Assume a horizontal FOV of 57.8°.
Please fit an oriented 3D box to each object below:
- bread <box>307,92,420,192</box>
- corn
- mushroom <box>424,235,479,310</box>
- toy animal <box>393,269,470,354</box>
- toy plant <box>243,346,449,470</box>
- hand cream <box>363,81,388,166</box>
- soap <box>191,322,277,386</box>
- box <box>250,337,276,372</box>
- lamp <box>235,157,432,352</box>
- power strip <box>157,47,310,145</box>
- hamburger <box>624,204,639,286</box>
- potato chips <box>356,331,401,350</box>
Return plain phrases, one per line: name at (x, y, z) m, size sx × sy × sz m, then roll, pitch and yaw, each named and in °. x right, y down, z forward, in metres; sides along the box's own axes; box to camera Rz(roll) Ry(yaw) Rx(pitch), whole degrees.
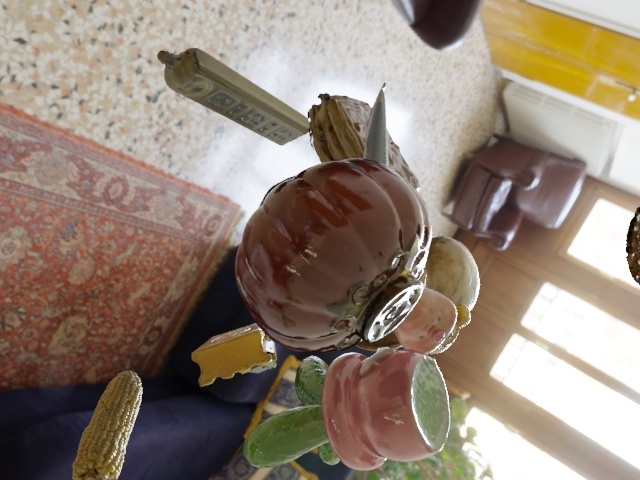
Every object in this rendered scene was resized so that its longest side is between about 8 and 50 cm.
bread at (0.093, -0.208, 1.479) m, size 0.167 × 0.324 × 0.277 m, roll -35°, pitch 168°, yaw 27°
corn at (-0.440, 0.387, 1.220) m, size 0.291 × 0.101 × 0.101 m, roll -93°, pitch -163°, yaw -59°
mushroom at (0.338, 0.101, 1.591) m, size 0.184 × 0.254 × 0.255 m, roll -23°, pitch 178°, yaw 35°
toy animal at (0.243, 0.184, 1.309) m, size 0.165 × 0.149 × 0.248 m, roll -55°, pitch 144°, yaw -5°
toy plant at (0.063, 0.314, 1.112) m, size 0.356 × 0.210 × 0.317 m, roll -24°, pitch -167°, yaw 32°
hand cream at (0.103, -0.152, 1.051) m, size 0.088 × 0.055 × 0.255 m, roll 102°, pitch -7°, yaw -82°
soap at (-0.228, 0.302, 1.600) m, size 0.204 × 0.096 × 0.324 m, roll -17°, pitch 178°, yaw -5°
box at (-0.200, 0.361, 1.842) m, size 0.069 × 0.122 × 0.084 m, roll -33°, pitch 146°, yaw 26°
lamp at (0.021, 0.022, 0.845) m, size 0.303 × 0.257 × 0.303 m, roll -32°, pitch 150°, yaw -21°
power strip at (-0.167, -0.281, 1.161) m, size 0.388 × 0.092 × 0.066 m, roll 21°, pitch 57°, yaw -50°
hamburger at (0.613, 0.006, 1.019) m, size 0.185 × 0.114 × 0.176 m, roll 51°, pitch 42°, yaw -69°
potato chips at (0.180, 0.296, 1.817) m, size 0.195 × 0.208 × 0.061 m, roll -97°, pitch -174°, yaw -62°
